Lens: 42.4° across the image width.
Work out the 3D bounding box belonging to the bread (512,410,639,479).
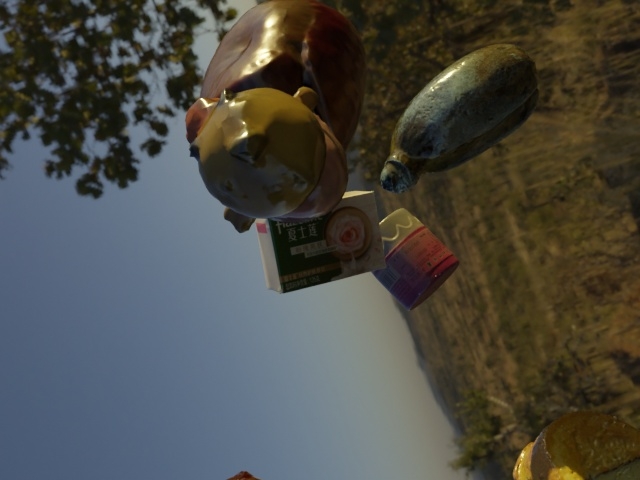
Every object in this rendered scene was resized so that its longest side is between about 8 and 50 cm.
[{"bbox_3d":[0.408,0.348,1.297,0.139,0.229,0.143,59,147,36],"label":"bread"}]

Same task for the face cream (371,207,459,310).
[{"bbox_3d":[0.210,0.045,1.994,0.195,0.175,0.175,47,179,12],"label":"face cream"}]

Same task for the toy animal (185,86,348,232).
[{"bbox_3d":[-0.058,-0.093,0.954,0.169,0.195,0.281,30,-176,16],"label":"toy animal"}]

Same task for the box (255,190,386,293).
[{"bbox_3d":[0.000,0.000,1.371,0.081,0.199,0.135,9,111,64],"label":"box"}]

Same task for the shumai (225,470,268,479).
[{"bbox_3d":[-0.017,0.396,0.818,0.397,0.324,0.323,-90,-4,-73],"label":"shumai"}]

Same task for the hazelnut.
[{"bbox_3d":[-0.062,-0.308,1.724,0.359,0.359,0.409,64,-152,-56],"label":"hazelnut"}]

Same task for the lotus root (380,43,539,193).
[{"bbox_3d":[0.214,-0.201,1.350,0.140,0.322,0.158,54,176,24],"label":"lotus root"}]
